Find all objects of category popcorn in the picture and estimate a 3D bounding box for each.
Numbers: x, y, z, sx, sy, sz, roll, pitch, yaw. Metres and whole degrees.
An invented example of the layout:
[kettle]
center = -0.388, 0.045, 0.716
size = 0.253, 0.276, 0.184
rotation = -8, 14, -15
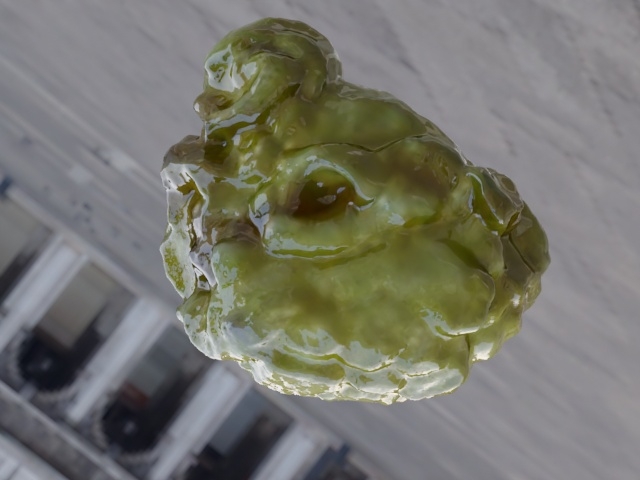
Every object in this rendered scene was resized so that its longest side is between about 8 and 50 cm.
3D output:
[popcorn]
center = 0.000, 0.000, 1.138
size = 0.286, 0.225, 0.173
rotation = 40, 163, 9
